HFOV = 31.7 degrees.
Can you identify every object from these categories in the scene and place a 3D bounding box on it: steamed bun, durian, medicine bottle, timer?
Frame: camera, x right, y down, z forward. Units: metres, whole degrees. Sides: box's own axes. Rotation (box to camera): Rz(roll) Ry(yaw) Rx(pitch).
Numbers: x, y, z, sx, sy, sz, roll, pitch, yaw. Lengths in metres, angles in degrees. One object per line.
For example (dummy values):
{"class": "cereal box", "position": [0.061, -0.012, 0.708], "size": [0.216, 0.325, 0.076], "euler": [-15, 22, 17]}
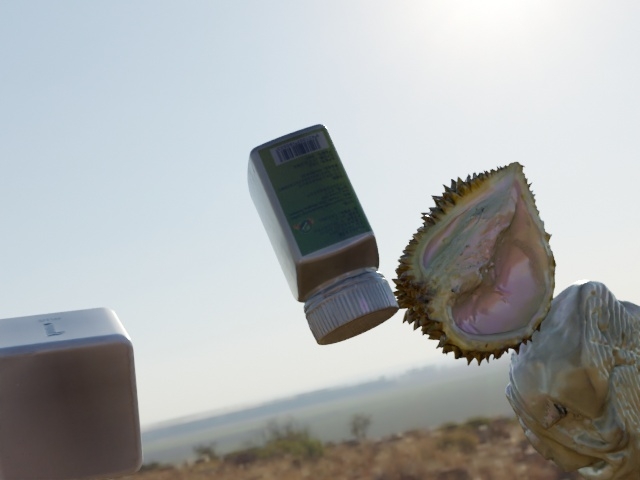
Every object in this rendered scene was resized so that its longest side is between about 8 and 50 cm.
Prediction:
{"class": "steamed bun", "position": [0.408, 0.234, 1.711], "size": [0.275, 0.320, 0.206], "euler": [-1, -23, -47]}
{"class": "durian", "position": [0.177, 0.041, 1.351], "size": [0.138, 0.183, 0.250], "euler": [-17, 36, 50]}
{"class": "medicine bottle", "position": [0.000, 0.000, 1.101], "size": [0.088, 0.189, 0.132], "euler": [-21, -15, -10]}
{"class": "timer", "position": [-0.352, 0.209, 1.515], "size": [0.194, 0.193, 0.195], "euler": [-6, 10, -18]}
